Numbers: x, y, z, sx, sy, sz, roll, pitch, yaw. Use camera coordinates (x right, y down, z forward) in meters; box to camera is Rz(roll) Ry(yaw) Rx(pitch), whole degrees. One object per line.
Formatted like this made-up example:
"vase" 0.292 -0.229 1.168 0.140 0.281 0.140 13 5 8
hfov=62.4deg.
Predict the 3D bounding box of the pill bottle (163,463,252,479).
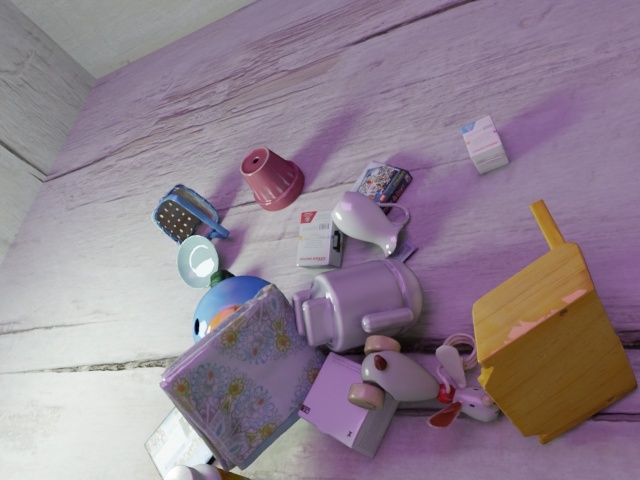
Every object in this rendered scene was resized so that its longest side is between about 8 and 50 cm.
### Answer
"pill bottle" -0.269 0.628 1.293 0.136 0.246 0.137 -19 49 24

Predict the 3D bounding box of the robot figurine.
"robot figurine" 0.110 0.159 1.341 0.353 0.200 0.300 -12 19 -19

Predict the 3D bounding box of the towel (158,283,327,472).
"towel" -0.169 0.345 1.322 0.374 0.321 0.090 -39 20 -22

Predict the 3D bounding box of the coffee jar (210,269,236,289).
"coffee jar" -0.320 0.195 1.754 0.079 0.096 0.185 -27 46 21

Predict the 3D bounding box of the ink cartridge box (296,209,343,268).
"ink cartridge box" 0.000 0.000 1.652 0.127 0.072 0.175 -3 75 34

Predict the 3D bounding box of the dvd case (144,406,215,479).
"dvd case" -0.416 0.618 1.568 0.180 0.022 0.253 -51 45 -5

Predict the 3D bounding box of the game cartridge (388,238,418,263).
"game cartridge" 0.236 0.037 1.525 0.083 0.017 0.056 -46 48 -1

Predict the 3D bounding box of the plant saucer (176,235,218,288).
"plant saucer" -0.440 0.079 1.930 0.194 0.037 0.195 0 90 27

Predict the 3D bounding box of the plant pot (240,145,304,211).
"plant pot" -0.187 -0.235 1.913 0.201 0.180 0.202 -19 50 25

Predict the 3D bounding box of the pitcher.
"pitcher" 0.150 -0.071 1.553 0.178 0.207 0.125 -57 0 -31

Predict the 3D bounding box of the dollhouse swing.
"dollhouse swing" 0.431 0.150 1.075 0.315 0.347 0.305 -36 36 9

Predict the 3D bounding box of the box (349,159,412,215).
"box" 0.164 -0.139 1.684 0.159 0.044 0.233 27 77 44

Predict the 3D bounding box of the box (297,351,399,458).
"box" 0.075 0.401 1.301 0.180 0.119 0.182 16 69 41

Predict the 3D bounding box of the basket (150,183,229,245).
"basket" -0.493 -0.083 1.983 0.288 0.254 0.201 -7 50 54

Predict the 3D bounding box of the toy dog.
"toy dog" 0.223 0.298 1.144 0.333 0.161 0.220 -5 64 -1

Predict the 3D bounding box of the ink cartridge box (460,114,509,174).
"ink cartridge box" 0.475 -0.268 1.521 0.092 0.090 0.143 -22 50 22

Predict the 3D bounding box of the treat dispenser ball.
"treat dispenser ball" -0.217 0.244 1.506 0.288 0.288 0.288 -19 50 24
